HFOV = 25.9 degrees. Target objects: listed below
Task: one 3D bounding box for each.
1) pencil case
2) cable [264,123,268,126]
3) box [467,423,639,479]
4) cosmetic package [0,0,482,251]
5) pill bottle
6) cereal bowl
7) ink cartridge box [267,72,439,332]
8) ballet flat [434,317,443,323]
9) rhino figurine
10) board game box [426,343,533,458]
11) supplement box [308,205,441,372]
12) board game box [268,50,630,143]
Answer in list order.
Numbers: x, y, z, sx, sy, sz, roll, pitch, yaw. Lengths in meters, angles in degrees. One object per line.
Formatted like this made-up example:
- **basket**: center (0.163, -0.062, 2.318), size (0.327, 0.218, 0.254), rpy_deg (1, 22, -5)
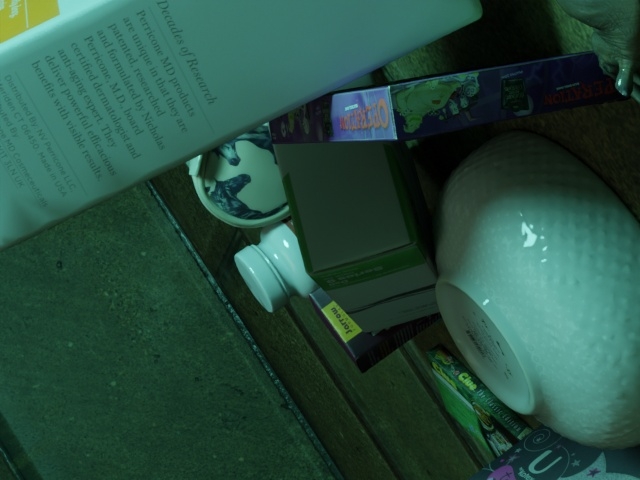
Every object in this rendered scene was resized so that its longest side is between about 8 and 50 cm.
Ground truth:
- **pencil case**: center (-0.129, -0.146, 1.912), size (0.410, 0.183, 0.160), rpy_deg (-127, 41, -68)
- **cable**: center (-0.095, -0.252, 1.570), size (0.089, 0.257, 0.257), rpy_deg (-79, -5, -54)
- **box**: center (0.306, 0.314, 1.553), size (0.142, 0.163, 0.247), rpy_deg (61, 166, -21)
- **cosmetic package**: center (-0.118, -0.192, 1.204), size (0.230, 0.453, 0.161), rpy_deg (-116, 0, -61)
- **pill bottle**: center (0.000, 0.000, 1.830), size (0.121, 0.216, 0.121), rpy_deg (53, 166, 19)
- **cereal bowl**: center (0.217, 0.069, 1.372), size (0.339, 0.141, 0.339), rpy_deg (52, 165, 20)
- **ink cartridge box**: center (0.048, -0.035, 1.516), size (0.289, 0.121, 0.211), rpy_deg (51, -157, -69)
- **ballet flat**: center (0.101, 0.085, 1.947), size (0.280, 0.095, 0.096), rpy_deg (146, 104, -77)
- **rhino figurine**: center (0.195, -0.193, 0.990), size (0.243, 0.073, 0.106), rpy_deg (63, 169, -28)
- **board game box**: center (0.245, 0.262, 1.964), size (0.259, 0.030, 0.136), rpy_deg (43, 163, 47)
- **supplement box**: center (0.093, 0.060, 1.677), size (0.104, 0.188, 0.081), rpy_deg (53, 175, 18)
- **board game box**: center (0.096, -0.122, 1.212), size (0.347, 0.208, 0.056), rpy_deg (-168, 71, -73)
